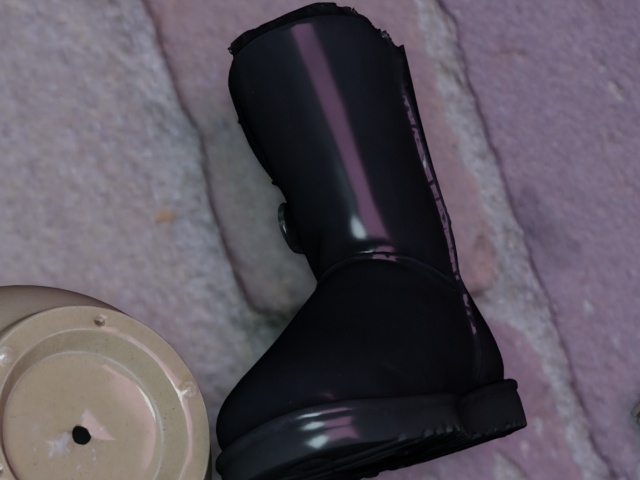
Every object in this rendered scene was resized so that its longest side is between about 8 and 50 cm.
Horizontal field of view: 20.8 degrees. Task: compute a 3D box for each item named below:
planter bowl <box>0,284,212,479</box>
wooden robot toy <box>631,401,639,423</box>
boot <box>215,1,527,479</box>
[{"bbox_3d":[-0.108,0.087,0.684,0.162,0.109,0.162,11,66,-27],"label":"planter bowl"},{"bbox_3d":[0.193,0.156,0.865,0.079,0.076,0.173,-18,80,-24],"label":"wooden robot toy"},{"bbox_3d":[0.000,0.000,0.752,0.246,0.094,0.207,3,66,-66],"label":"boot"}]
